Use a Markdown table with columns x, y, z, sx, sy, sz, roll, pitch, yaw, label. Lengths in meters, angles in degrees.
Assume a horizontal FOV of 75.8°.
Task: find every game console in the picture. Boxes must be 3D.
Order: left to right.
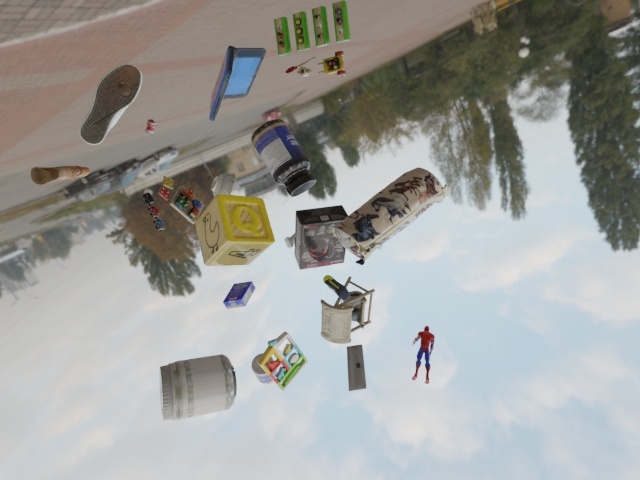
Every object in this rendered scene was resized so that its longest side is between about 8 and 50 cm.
| x | y | z | sx | sy | sz | roll | pitch | yaw | label |
| --- | --- | --- | --- | --- | --- | --- | --- | --- | --- |
| -0.363 | -0.679 | 1.802 | 0.173 | 0.250 | 0.293 | 11 | 146 | -24 | game console |

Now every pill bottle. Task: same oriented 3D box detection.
| x | y | z | sx | sy | sz | roll | pitch | yaw | label |
| --- | --- | --- | --- | --- | --- | --- | --- | --- | --- |
| -0.301 | 0.716 | 2.262 | 0.124 | 0.221 | 0.124 | -2 | -126 | 3 | pill bottle |
| -0.109 | -0.249 | 1.259 | 0.123 | 0.219 | 0.123 | -31 | 174 | -4 | pill bottle |

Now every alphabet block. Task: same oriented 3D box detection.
| x | y | z | sx | sy | sz | roll | pitch | yaw | label |
| --- | --- | --- | --- | --- | --- | --- | --- | --- | --- |
| -0.307 | -0.032 | 1.468 | 0.193 | 0.192 | 0.197 | -1 | 153 | -41 | alphabet block |

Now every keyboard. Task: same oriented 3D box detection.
| x | y | z | sx | sy | sz | roll | pitch | yaw | label |
| --- | --- | --- | --- | --- | --- | --- | --- | --- | --- |
| 0.149 | 0.526 | 1.722 | 0.072 | 0.014 | 0.256 | -5 | -153 | 4 | keyboard |

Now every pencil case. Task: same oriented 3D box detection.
| x | y | z | sx | sy | sz | roll | pitch | yaw | label |
| --- | --- | --- | --- | --- | --- | --- | --- | --- | --- |
| 0.251 | -0.094 | 1.442 | 0.410 | 0.160 | 0.183 | -37 | -130 | -10 | pencil case |

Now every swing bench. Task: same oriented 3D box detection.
| x | y | z | sx | sy | sz | roll | pitch | yaw | label |
| --- | --- | --- | --- | --- | --- | --- | --- | --- | --- |
| 0.133 | 0.370 | 2.098 | 0.165 | 0.253 | 0.255 | 27 | -135 | 31 | swing bench |

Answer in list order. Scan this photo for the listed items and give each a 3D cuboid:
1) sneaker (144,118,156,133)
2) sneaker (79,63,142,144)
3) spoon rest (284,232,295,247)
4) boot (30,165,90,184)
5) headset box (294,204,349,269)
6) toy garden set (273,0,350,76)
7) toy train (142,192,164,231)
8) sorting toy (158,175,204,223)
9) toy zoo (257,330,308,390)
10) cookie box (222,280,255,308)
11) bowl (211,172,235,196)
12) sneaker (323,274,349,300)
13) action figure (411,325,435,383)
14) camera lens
| x | y | z | sx | sy | sz | roll | pitch | yaw | label |
| --- | --- | --- | --- | --- | --- | --- | --- | --- | --- |
| -0.803 | -0.540 | 1.943 | 0.042 | 0.067 | 0.118 | 11 | -170 | -28 | sneaker |
| -0.681 | -0.452 | 1.330 | 0.290 | 0.106 | 0.123 | -48 | -147 | 9 | sneaker |
| -0.081 | -0.029 | 2.051 | 0.276 | 0.137 | 0.084 | -26 | -178 | -44 | spoon rest |
| -1.092 | -0.278 | 1.728 | 0.197 | 0.072 | 0.152 | 3 | -165 | 20 | boot |
| 0.000 | 0.000 | 1.839 | 0.218 | 0.293 | 0.110 | -9 | -139 | -14 | headset box |
| -0.030 | -0.603 | 1.270 | 0.244 | 0.203 | 0.049 | -1 | -166 | 25 | toy garden set |
| -0.619 | -0.107 | 1.533 | 0.036 | 0.158 | 0.027 | -25 | 176 | 24 | toy train |
| -0.567 | -0.168 | 1.765 | 0.046 | 0.274 | 0.132 | -26 | -146 | 28 | sorting toy |
| -0.182 | 0.561 | 1.944 | 0.030 | 0.293 | 0.192 | 19 | -122 | 43 | toy zoo |
| -0.316 | 0.212 | 1.603 | 0.092 | 0.040 | 0.107 | -11 | -149 | 25 | cookie box |
| -0.500 | -0.274 | 2.073 | 0.170 | 0.080 | 0.170 | -40 | -141 | 43 | bowl |
| 0.071 | 0.207 | 1.823 | 0.053 | 0.144 | 0.059 | -45 | 177 | -9 | sneaker |
| 0.473 | 0.534 | 1.915 | 0.092 | 0.139 | 0.280 | 14 | -128 | 9 | action figure |
| -0.481 | 0.574 | 1.619 | 0.274 | 0.219 | 0.219 | -2 | -174 | -25 | camera lens |
